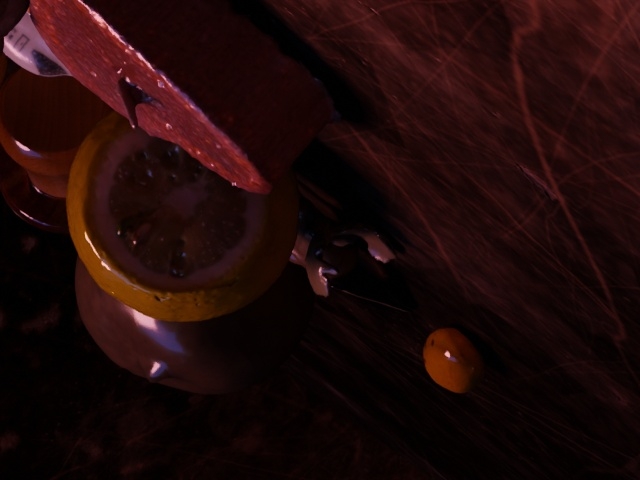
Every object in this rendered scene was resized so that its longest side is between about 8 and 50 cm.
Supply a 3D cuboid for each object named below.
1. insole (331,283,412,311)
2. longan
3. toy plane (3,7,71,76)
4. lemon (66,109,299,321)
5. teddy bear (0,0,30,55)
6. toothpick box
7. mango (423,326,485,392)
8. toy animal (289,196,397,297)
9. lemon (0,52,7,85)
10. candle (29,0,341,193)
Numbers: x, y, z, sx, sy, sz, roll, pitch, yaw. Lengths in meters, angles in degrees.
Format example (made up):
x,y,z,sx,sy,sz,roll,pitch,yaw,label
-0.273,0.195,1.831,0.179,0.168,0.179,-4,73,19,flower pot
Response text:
x,y,z,sx,sy,sz,roll,pitch,yaw,label
0.057,0.066,2.114,0.064,0.004,0.188,21,-179,29,insole
-0.150,0.054,2.236,0.297,0.297,0.297,38,171,8,longan
-0.322,-0.254,1.931,0.245,0.117,0.244,39,169,9,toy plane
-0.138,-0.037,1.881,0.240,0.240,0.219,40,180,0,lemon
-0.315,-0.281,1.630,0.151,0.236,0.267,-2,168,-17,teddy bear
-0.338,-0.125,2.410,0.192,0.192,0.294,38,165,7,toothpick box
0.152,0.135,2.095,0.079,0.057,0.114,46,168,9,mango
0.000,0.000,1.989,0.186,0.094,0.214,35,-178,23,toy animal
-0.523,-0.257,2.491,0.187,0.187,0.244,34,177,30,lemon
-0.150,-0.172,1.627,0.317,0.131,0.287,31,165,37,candle
